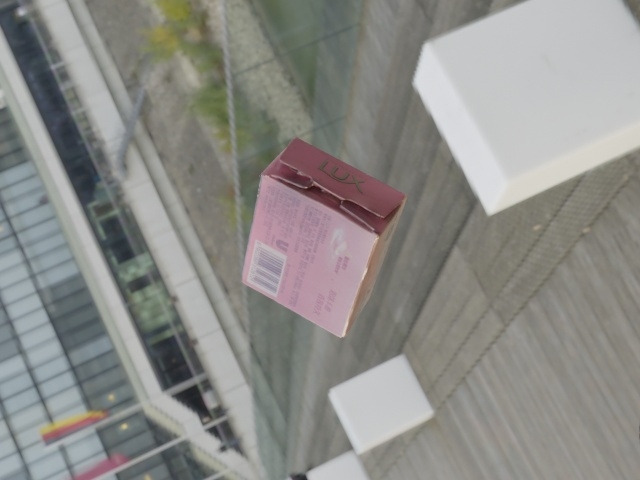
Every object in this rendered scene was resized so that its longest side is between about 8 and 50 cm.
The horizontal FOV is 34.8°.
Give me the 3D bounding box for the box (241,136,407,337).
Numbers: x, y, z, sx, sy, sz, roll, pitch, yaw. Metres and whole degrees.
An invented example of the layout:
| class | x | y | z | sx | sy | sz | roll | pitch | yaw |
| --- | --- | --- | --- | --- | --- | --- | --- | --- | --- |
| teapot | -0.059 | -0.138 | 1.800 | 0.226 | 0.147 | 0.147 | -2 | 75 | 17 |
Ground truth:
| class | x | y | z | sx | sy | sz | roll | pitch | yaw |
| --- | --- | --- | --- | --- | --- | --- | --- | --- | --- |
| box | 0.000 | 0.000 | 0.852 | 0.111 | 0.060 | 0.156 | 30 | 142 | 10 |
